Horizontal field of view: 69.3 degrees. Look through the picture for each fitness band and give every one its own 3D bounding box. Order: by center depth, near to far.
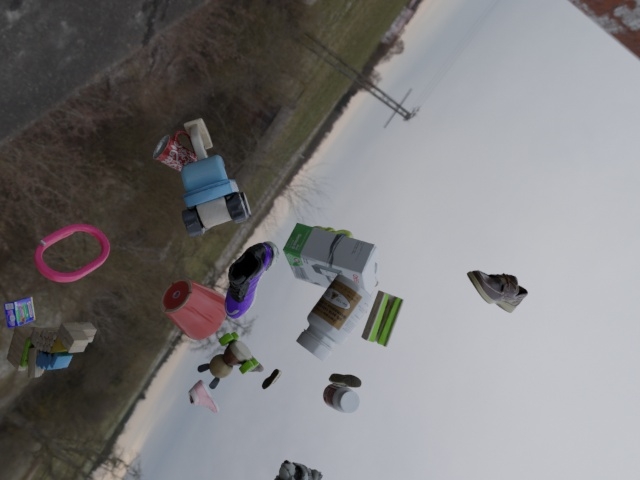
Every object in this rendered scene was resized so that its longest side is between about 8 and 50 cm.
[{"bbox_3d":[-1.001,0.046,1.877,0.054,0.209,0.291,-41,-176,40],"label":"fitness band"}]

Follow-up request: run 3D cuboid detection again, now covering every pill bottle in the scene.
[{"bbox_3d":[0.037,0.223,1.325,0.229,0.131,0.131,-53,-170,-10],"label":"pill bottle"},{"bbox_3d":[0.102,0.773,2.267,0.121,0.121,0.221,-61,-167,-18],"label":"pill bottle"}]

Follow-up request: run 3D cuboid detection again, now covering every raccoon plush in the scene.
[{"bbox_3d":[-0.136,1.068,1.753,0.299,0.216,0.445,-7,105,-57],"label":"raccoon plush"}]

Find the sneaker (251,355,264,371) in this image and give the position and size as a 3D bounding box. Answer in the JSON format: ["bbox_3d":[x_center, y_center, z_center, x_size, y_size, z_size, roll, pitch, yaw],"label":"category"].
[{"bbox_3d":[-0.320,0.562,2.095,0.071,0.066,0.188,-46,142,-17],"label":"sneaker"}]

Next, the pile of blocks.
[{"bbox_3d":[-0.756,0.314,1.333,0.363,0.113,0.148,-10,-102,33],"label":"pile of blocks"}]

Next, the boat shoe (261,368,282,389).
[{"bbox_3d":[-0.252,0.731,2.429,0.135,0.045,0.050,-46,-127,10],"label":"boat shoe"}]

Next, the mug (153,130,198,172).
[{"bbox_3d":[-0.560,-0.346,1.871,0.150,0.169,0.113,-44,-141,16],"label":"mug"}]

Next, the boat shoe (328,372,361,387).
[{"bbox_3d":[0.110,0.631,2.090,0.049,0.152,0.056,128,-23,-61],"label":"boat shoe"}]

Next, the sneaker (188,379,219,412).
[{"bbox_3d":[-0.400,0.544,1.565,0.051,0.134,0.070,-1,-151,49],"label":"sneaker"}]

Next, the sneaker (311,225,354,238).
[{"bbox_3d":[0.000,0.000,1.756,0.240,0.091,0.126,-3,-164,31],"label":"sneaker"}]

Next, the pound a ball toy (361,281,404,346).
[{"bbox_3d":[0.298,0.378,2.471,0.136,0.208,0.318,-175,-75,-76],"label":"pound a ball toy"}]

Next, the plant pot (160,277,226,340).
[{"bbox_3d":[-0.643,0.325,2.312,0.275,0.243,0.274,-17,-131,21],"label":"plant pot"}]

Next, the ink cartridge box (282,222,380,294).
[{"bbox_3d":[0.043,0.075,1.575,0.121,0.289,0.211,-63,156,-27],"label":"ink cartridge box"}]

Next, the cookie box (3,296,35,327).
[{"bbox_3d":[-1.088,0.258,1.677,0.107,0.040,0.091,-122,-155,-86],"label":"cookie box"}]

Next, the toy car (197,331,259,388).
[{"bbox_3d":[-0.355,0.458,1.714,0.188,0.155,0.149,-39,169,0],"label":"toy car"}]

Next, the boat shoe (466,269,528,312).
[{"bbox_3d":[0.646,0.162,1.660,0.123,0.342,0.123,-43,-138,22],"label":"boat shoe"}]

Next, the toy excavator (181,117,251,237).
[{"bbox_3d":[-0.443,-0.273,1.813,0.223,0.444,0.433,-17,-171,-2],"label":"toy excavator"}]

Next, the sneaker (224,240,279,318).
[{"bbox_3d":[-0.256,0.129,1.486,0.293,0.102,0.146,-61,161,15],"label":"sneaker"}]
